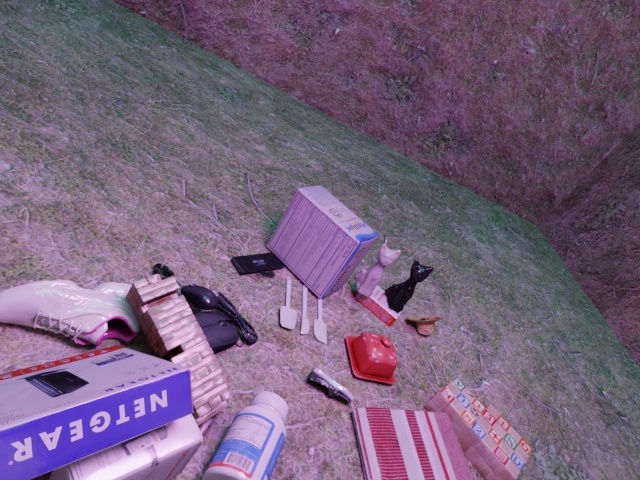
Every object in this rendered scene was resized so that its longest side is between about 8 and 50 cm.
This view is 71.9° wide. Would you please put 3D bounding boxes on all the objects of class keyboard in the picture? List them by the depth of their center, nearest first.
[{"bbox_3d":[-0.201,0.087,1.470,0.180,0.023,0.108,-6,42,-46],"label":"keyboard"}]

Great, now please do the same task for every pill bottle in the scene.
[{"bbox_3d":[-0.145,0.434,0.935,0.124,0.124,0.221,33,30,0],"label":"pill bottle"}]

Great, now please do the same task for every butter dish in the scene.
[{"bbox_3d":[0.178,0.343,1.367,0.160,0.118,0.160,19,34,-23],"label":"butter dish"}]

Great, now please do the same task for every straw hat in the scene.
[{"bbox_3d":[0.393,0.320,1.651,0.144,0.144,0.061,1,86,-42],"label":"straw hat"}]

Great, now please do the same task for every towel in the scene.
[{"bbox_3d":[0.247,0.571,1.183,0.329,0.037,0.237,13,38,-22],"label":"towel"}]

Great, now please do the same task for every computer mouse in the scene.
[{"bbox_3d":[-0.291,0.226,1.140,0.188,0.072,0.272,44,32,16],"label":"computer mouse"},{"bbox_3d":[-0.367,0.115,1.197,0.242,0.041,0.071,28,24,24],"label":"computer mouse"}]

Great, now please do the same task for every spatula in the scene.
[{"bbox_3d":[-0.054,0.214,1.431,0.168,0.019,0.242,22,33,-17],"label":"spatula"}]

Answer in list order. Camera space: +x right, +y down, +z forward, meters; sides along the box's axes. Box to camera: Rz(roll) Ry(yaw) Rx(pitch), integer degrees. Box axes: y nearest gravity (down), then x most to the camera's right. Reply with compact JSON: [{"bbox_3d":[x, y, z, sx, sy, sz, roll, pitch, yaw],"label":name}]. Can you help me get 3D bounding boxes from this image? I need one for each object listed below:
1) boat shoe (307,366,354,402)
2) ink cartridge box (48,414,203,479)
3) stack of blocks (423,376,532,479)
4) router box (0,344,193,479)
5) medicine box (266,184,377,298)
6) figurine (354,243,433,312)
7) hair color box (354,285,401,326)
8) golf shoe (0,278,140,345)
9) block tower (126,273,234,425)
[{"bbox_3d":[0.027,0.407,1.217,0.142,0.049,0.040,37,64,1],"label":"boat shoe"},{"bbox_3d":[-0.340,0.392,0.777,0.218,0.158,0.092,-5,48,-47],"label":"ink cartridge box"},{"bbox_3d":[0.482,0.574,1.356,0.171,0.087,0.297,-12,53,-50],"label":"stack of blocks"},{"bbox_3d":[-0.440,0.275,0.743,0.335,0.301,0.082,-6,93,-48],"label":"router box"},{"bbox_3d":[0.000,0.000,1.531,0.289,0.263,0.149,42,30,17],"label":"medicine box"},{"bbox_3d":[0.254,0.123,1.554,0.215,0.209,0.092,27,33,-9],"label":"figurine"},{"bbox_3d":[0.217,0.229,1.629,0.167,0.053,0.093,41,33,9],"label":"hair color box"},{"bbox_3d":[-0.541,0.162,0.963,0.306,0.115,0.140,4,45,-38],"label":"golf shoe"},{"bbox_3d":[-0.313,0.238,0.986,0.091,0.097,0.335,-23,78,-40],"label":"block tower"}]
